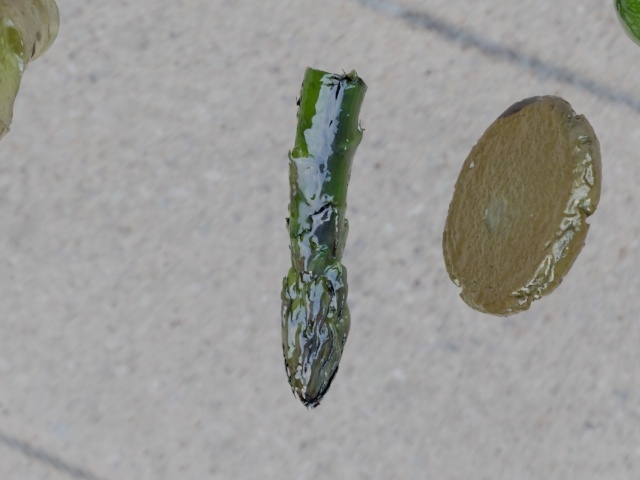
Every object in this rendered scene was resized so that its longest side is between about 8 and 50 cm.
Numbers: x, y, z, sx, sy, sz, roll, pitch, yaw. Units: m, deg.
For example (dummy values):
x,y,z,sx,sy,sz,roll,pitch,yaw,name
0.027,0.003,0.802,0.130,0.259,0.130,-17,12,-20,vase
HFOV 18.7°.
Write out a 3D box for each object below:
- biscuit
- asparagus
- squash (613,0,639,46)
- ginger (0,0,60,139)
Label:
x,y,z,sx,sy,sz,roll,pitch,yaw,name
0.188,-0.030,1.815,0.042,0.226,0.226,16,125,-28,biscuit
0.000,0.000,0.917,0.036,0.030,0.165,0,103,-13,asparagus
0.207,-0.068,0.688,0.239,0.069,0.069,22,121,39,squash
-0.239,-0.089,1.170,0.131,0.294,0.086,11,129,-4,ginger
